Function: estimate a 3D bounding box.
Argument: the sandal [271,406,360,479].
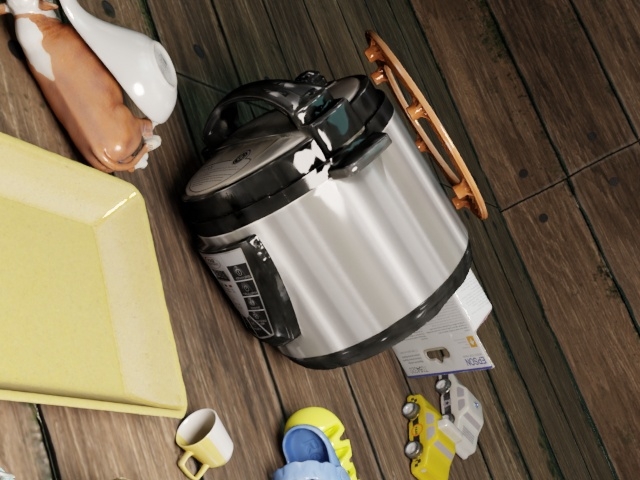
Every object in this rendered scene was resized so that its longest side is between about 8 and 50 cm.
[{"bbox_3d":[0.026,0.404,1.373,0.317,0.126,0.138,54,27,2],"label":"sandal"}]

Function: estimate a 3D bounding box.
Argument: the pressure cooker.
[{"bbox_3d":[-0.010,-0.060,1.474,0.420,0.370,0.375,57,20,-18],"label":"pressure cooker"}]

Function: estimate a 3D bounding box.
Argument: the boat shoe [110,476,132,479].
[{"bbox_3d":[-0.162,0.347,1.040,0.324,0.120,0.122,38,34,-42],"label":"boat shoe"}]

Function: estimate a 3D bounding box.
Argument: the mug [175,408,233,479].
[{"bbox_3d":[-0.152,0.268,1.240,0.064,0.078,0.062,57,-10,-31],"label":"mug"}]

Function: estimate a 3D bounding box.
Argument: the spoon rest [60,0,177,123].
[{"bbox_3d":[-0.279,-0.281,1.309,0.137,0.084,0.276,-93,161,-52],"label":"spoon rest"}]

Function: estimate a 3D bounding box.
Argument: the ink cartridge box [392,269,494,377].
[{"bbox_3d":[0.185,0.096,1.802,0.071,0.324,0.330,-31,93,-25],"label":"ink cartridge box"}]

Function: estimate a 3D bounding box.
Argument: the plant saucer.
[{"bbox_3d":[-0.317,0.051,1.098,0.333,0.081,0.332,23,45,-55],"label":"plant saucer"}]

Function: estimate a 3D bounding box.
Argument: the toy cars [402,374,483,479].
[{"bbox_3d":[0.263,0.366,1.908,0.176,0.087,0.394,65,24,6],"label":"toy cars"}]

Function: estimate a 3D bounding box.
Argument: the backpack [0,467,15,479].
[{"bbox_3d":[-0.319,0.257,0.706,0.253,0.225,0.191,46,6,-22],"label":"backpack"}]

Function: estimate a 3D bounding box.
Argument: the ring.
[{"bbox_3d":[0.151,-0.169,1.443,0.336,0.032,0.336,58,4,-7],"label":"ring"}]

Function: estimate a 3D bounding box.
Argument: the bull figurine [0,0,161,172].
[{"bbox_3d":[-0.332,-0.229,1.338,0.310,0.101,0.188,64,22,6],"label":"bull figurine"}]
